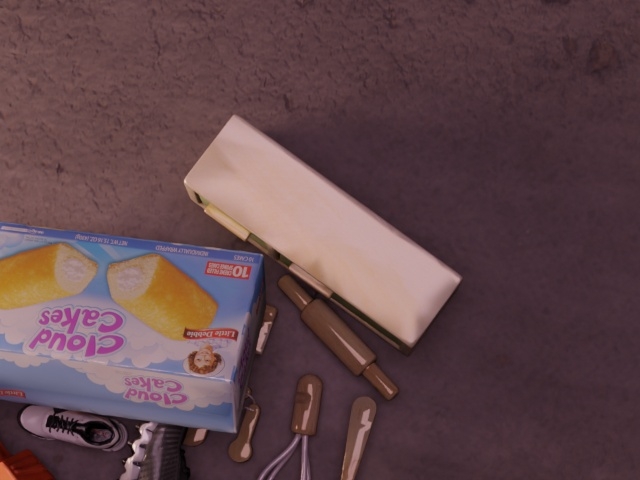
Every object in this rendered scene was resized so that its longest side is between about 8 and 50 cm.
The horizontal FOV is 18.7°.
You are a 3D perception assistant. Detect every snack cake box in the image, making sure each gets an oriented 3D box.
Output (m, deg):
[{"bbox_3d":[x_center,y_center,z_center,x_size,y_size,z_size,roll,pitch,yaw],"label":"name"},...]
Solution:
[{"bbox_3d":[-0.194,0.081,1.828,0.264,0.089,0.152,7,50,6],"label":"snack cake box"}]

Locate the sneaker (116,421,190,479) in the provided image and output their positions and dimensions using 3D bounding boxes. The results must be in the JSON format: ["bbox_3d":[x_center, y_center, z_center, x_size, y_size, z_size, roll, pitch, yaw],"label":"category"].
[{"bbox_3d":[-0.148,0.252,1.852,0.106,0.078,0.234,19,82,-4],"label":"sneaker"}]

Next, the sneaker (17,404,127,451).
[{"bbox_3d":[-0.241,0.178,1.877,0.109,0.044,0.040,10,83,4],"label":"sneaker"}]

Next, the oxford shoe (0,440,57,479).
[{"bbox_3d":[-0.382,0.192,1.838,0.133,0.130,0.363,-43,78,7],"label":"oxford shoe"}]

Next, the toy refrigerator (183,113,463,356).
[{"bbox_3d":[0.000,0.000,1.874,0.269,0.102,0.094,36,83,5],"label":"toy refrigerator"}]

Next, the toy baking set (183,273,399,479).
[{"bbox_3d":[-0.026,0.163,1.887,0.256,0.030,0.197,41,90,12],"label":"toy baking set"}]
